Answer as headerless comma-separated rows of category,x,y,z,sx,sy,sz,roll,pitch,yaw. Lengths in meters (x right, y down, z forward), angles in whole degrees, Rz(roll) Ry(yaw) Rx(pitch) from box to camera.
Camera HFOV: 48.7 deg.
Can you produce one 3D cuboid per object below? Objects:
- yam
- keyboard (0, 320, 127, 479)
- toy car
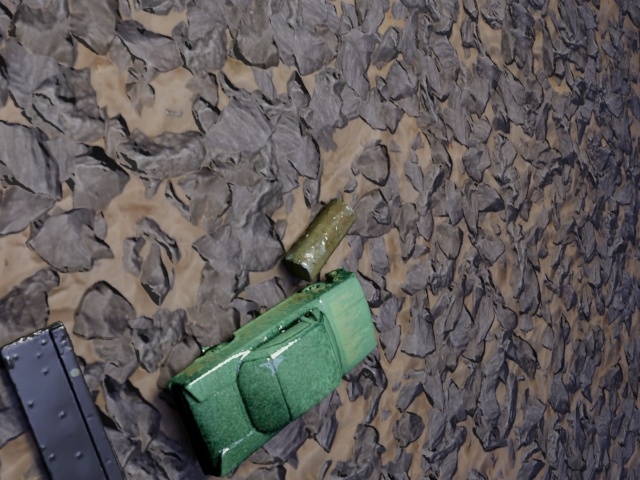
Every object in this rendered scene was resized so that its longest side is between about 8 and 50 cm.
yam,0.000,0.000,0.993,0.132,0.054,0.054,-53,123,-32
keyboard,-0.268,0.202,0.752,0.072,0.023,0.231,-26,106,-34
toy car,-0.040,0.162,0.918,0.321,0.097,0.141,-31,111,-39
